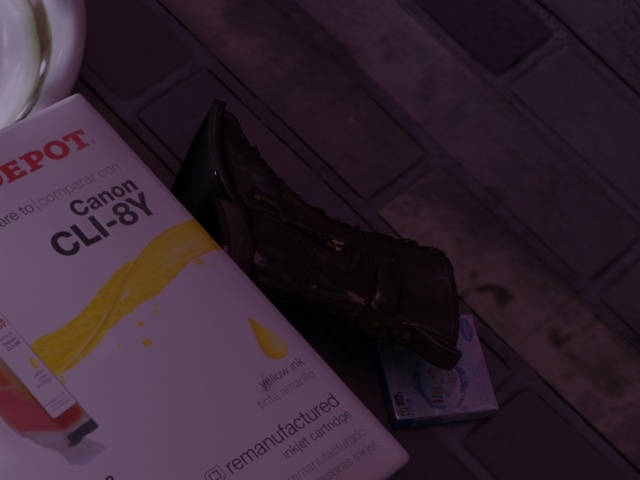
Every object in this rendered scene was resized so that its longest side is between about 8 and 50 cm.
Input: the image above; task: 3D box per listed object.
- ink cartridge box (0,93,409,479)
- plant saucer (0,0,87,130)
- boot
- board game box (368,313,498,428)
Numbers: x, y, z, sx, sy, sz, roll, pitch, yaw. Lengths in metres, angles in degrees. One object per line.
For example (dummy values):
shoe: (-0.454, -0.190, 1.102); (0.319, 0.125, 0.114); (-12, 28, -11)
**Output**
ink cartridge box: (-0.175, 0.115, 1.367); (0.279, 0.160, 0.384); (-30, 70, -38)
plant saucer: (-0.396, -0.167, 1.564); (0.401, 0.100, 0.400); (7, 57, -11)
boot: (0.000, 0.000, 1.570); (0.229, 0.091, 0.263); (15, 34, -21)
board game box: (0.092, 0.107, 1.572); (0.090, 0.020, 0.090); (-4, 60, -17)
